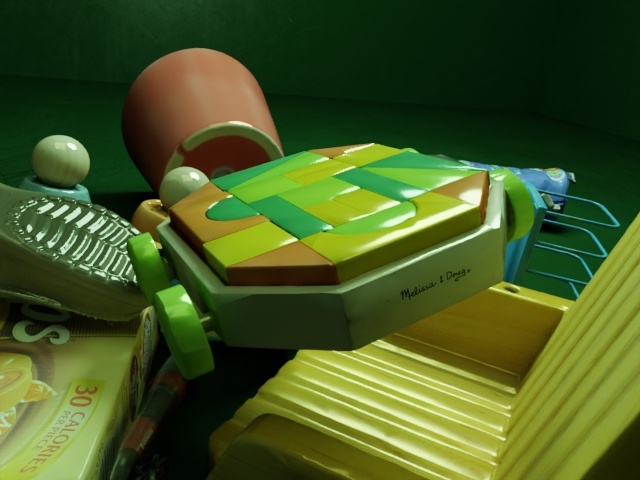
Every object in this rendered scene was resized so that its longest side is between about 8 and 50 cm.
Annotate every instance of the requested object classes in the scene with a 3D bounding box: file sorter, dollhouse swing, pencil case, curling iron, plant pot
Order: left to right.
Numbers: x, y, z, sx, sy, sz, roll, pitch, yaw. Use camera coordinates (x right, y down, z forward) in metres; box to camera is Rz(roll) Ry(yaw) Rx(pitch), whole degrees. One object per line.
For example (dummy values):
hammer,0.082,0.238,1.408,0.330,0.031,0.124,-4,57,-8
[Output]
curling iron,-0.133,0.140,0.486,0.035,0.068,0.274,4,17,-5
plant pot,-0.186,-0.153,0.950,0.275,0.274,0.243,-3,34,-24
dollhouse swing,0.110,0.055,0.436,0.316,0.304,0.347,17,24,22
pencil case,0.353,-0.099,1.150,0.307,0.119,0.133,4,24,-8
file sorter,0.304,0.029,0.749,0.105,0.170,0.118,15,22,8

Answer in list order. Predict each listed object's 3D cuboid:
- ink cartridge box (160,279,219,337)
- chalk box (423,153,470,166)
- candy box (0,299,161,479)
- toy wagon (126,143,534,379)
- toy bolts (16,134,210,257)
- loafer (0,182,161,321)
ink cartridge box,-0.069,0.048,0.598,0.182,0.104,0.061,6,18,-6
chalk box,0.084,-0.011,0.767,0.289,0.179,0.180,-5,25,-25
candy box,-0.245,0.112,0.467,0.183,0.087,0.316,4,21,-8
toy wagon,-0.019,-0.018,0.462,0.268,0.068,0.344,-20,25,-21
toy bolts,-0.246,-0.037,0.685,0.229,0.158,0.218,11,13,-24
loafer,-0.265,0.009,0.484,0.269,0.092,0.102,22,28,-5
